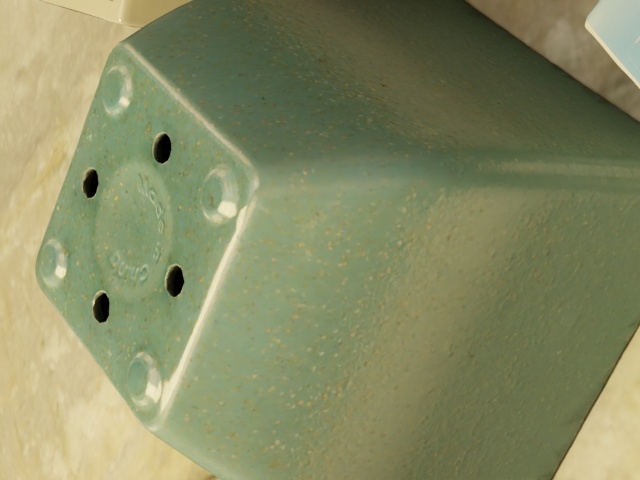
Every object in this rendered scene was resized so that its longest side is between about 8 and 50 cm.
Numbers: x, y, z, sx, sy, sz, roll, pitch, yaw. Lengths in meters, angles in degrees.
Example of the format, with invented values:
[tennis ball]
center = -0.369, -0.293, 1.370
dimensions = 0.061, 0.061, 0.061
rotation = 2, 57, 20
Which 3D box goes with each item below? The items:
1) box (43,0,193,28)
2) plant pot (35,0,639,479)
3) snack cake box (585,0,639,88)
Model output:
[box]
center = -0.109, -0.268, 0.971
dimensions = 0.149, 0.127, 0.232
rotation = 22, 104, 47
[plant pot]
center = 0.000, 0.000, 0.736
dimensions = 0.248, 0.252, 0.247
rotation = 44, 119, 40
[snack cake box]
center = 0.250, -0.148, 0.536
dimensions = 0.264, 0.152, 0.089
rotation = -54, 51, 32
